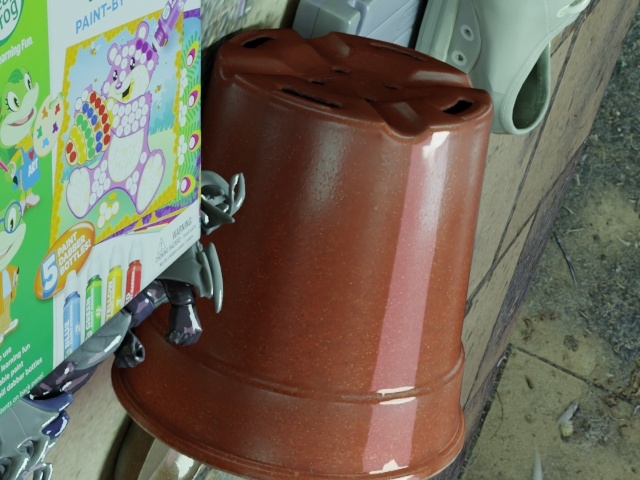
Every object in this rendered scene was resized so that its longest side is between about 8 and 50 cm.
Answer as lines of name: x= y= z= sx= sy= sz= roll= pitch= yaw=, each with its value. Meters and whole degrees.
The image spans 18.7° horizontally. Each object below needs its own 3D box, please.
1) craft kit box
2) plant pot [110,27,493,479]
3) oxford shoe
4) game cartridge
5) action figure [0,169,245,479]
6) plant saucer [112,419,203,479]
craft kit box: x=-0.140 y=-0.064 z=1.019 sx=0.250 sy=0.061 sz=0.246 roll=-46 pitch=141 yaw=-54
plant pot: x=0.000 y=0.000 z=1.420 sx=0.272 sy=0.272 sz=0.265 roll=-39 pitch=144 yaw=-62
oxford shoe: x=0.174 y=-0.253 z=1.603 sx=0.169 sy=0.130 sz=0.449 roll=-56 pitch=165 yaw=-37
game cartridge: x=0.041 y=-0.157 z=1.683 sx=0.355 sy=0.068 sz=0.230 roll=-45 pitch=161 yaw=-56
action figure: x=-0.139 y=0.057 z=1.243 sx=0.285 sy=0.099 sz=0.185 roll=-50 pitch=-177 yaw=-22
plant saucer: x=-0.128 y=0.163 z=1.671 sx=0.198 sy=0.036 sz=0.198 roll=-59 pitch=167 yaw=-22
